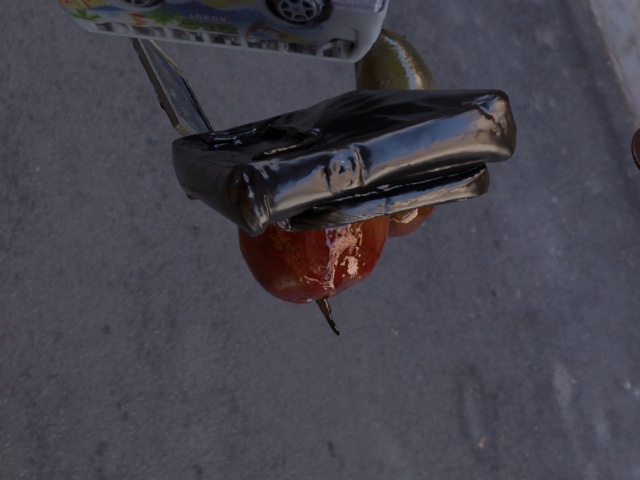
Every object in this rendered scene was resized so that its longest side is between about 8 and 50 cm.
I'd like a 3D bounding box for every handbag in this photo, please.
[{"bbox_3d":[0.004,-0.071,0.686,0.244,0.275,0.088,-16,108,-18],"label":"handbag"}]

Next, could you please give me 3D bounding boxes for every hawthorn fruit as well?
[{"bbox_3d":[0.000,0.000,1.254,0.254,0.254,0.300,-16,86,-41],"label":"hawthorn fruit"}]

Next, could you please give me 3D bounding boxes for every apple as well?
[{"bbox_3d":[0.165,-0.117,1.831,0.234,0.234,0.234,16,61,-32],"label":"apple"}]

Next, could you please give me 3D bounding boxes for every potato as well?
[{"bbox_3d":[0.141,-0.297,1.545,0.160,0.178,0.235,-12,77,-34],"label":"potato"}]

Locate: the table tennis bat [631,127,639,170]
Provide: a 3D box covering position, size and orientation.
[{"bbox_3d":[0.650,-0.172,1.481,0.154,0.021,0.274,28,46,2],"label":"table tennis bat"}]

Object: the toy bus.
[{"bbox_3d":[-0.094,-0.254,0.798,0.329,0.136,0.109,8,70,3],"label":"toy bus"}]

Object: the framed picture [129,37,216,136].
[{"bbox_3d":[-0.239,-0.243,1.346,0.281,0.019,0.209,61,9,27],"label":"framed picture"}]
